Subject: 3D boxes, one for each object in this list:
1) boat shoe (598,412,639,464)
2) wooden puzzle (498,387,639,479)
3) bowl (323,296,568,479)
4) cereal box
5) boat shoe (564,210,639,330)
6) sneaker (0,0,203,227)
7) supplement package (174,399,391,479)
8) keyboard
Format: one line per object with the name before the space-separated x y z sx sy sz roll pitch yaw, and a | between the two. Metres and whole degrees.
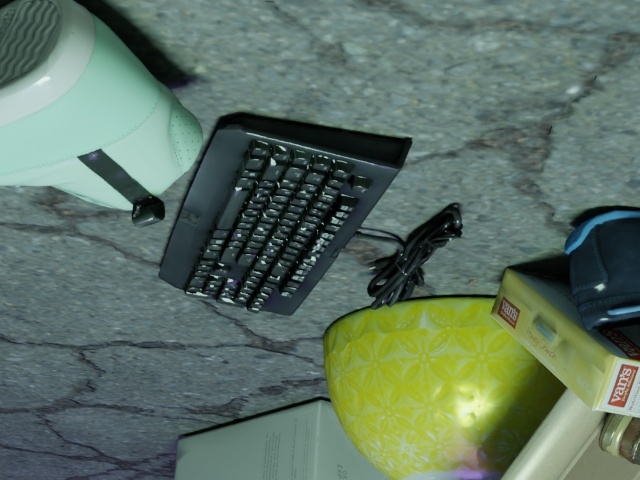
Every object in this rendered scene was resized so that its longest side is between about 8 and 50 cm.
boat shoe | 0.277 0.149 1.057 0.060 0.064 0.178 32 -163 36
wooden puzzle | 0.203 0.200 1.126 0.239 0.221 0.044 13 -155 -52
bowl | 0.139 0.166 1.228 0.289 0.156 0.289 4 159 1
cereal box | 0.265 0.090 1.034 0.240 0.047 0.173 12 -165 -22
boat shoe | 0.292 0.044 0.968 0.258 0.089 0.109 5 159 -2
sneaker | -0.191 -0.045 0.800 0.256 0.094 0.151 -12 148 31
supplement package | -0.023 0.302 1.581 0.175 0.177 0.293 18 156 -33
keyboard | 0.000 0.000 0.989 0.201 0.033 0.317 8 160 -11
